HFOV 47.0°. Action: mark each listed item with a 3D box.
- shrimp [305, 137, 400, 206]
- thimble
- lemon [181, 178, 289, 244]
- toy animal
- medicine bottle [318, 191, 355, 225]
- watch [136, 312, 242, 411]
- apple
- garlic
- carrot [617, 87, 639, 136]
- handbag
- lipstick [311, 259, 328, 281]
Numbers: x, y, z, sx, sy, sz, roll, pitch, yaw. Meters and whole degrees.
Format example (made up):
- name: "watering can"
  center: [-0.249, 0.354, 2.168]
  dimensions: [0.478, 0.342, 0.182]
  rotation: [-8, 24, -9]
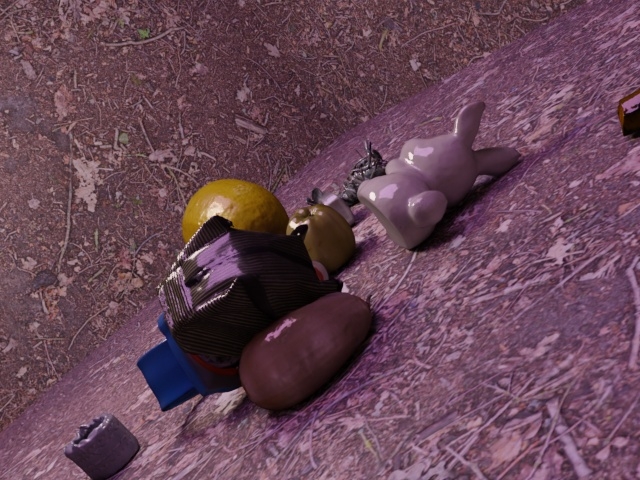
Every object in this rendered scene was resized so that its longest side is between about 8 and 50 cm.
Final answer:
- name: "shrimp"
  center: [0.121, -0.205, 2.479]
  dimensions: [0.410, 0.166, 0.221]
  rotation: [-43, 8, 42]
- name: "thimble"
  center: [-0.520, 0.487, 1.749]
  dimensions: [0.151, 0.118, 0.127]
  rotation: [-30, 16, 32]
- name: "lemon"
  center: [-0.259, -0.033, 2.491]
  dimensions: [0.364, 0.364, 0.364]
  rotation: [-35, 12, 9]
- name: "toy animal"
  center: [0.278, -0.147, 1.703]
  dimensions: [0.367, 0.196, 0.241]
  rotation: [-42, 20, -16]
- name: "medicine bottle"
  center: [0.047, -0.096, 2.327]
  dimensions: [0.069, 0.119, 0.183]
  rotation: [-38, 11, -1]
- name: "watch"
  center: [-0.256, 0.250, 1.691]
  dimensions: [0.305, 0.241, 0.274]
  rotation: [-20, -16, -46]
- name: "apple"
  center: [0.000, 0.000, 1.969]
  dimensions: [0.200, 0.200, 0.200]
  rotation: [-35, 12, 9]
- name: "garlic"
  center: [-0.012, 0.183, 1.417]
  dimensions: [0.338, 0.151, 0.196]
  rotation: [-39, -1, -16]
- name: "carrot"
  center: [0.636, -0.267, 1.380]
  dimensions: [0.173, 0.082, 0.082]
  rotation: [-28, 14, 24]
- name: "handbag"
  center: [-0.138, 0.094, 1.501]
  dimensions: [0.341, 0.247, 0.240]
  rotation: [5, -49, -39]
- name: "lipstick"
  center: [-0.119, 0.144, 1.970]
  dimensions: [0.327, 0.087, 0.087]
  rotation: [-27, 15, 41]
